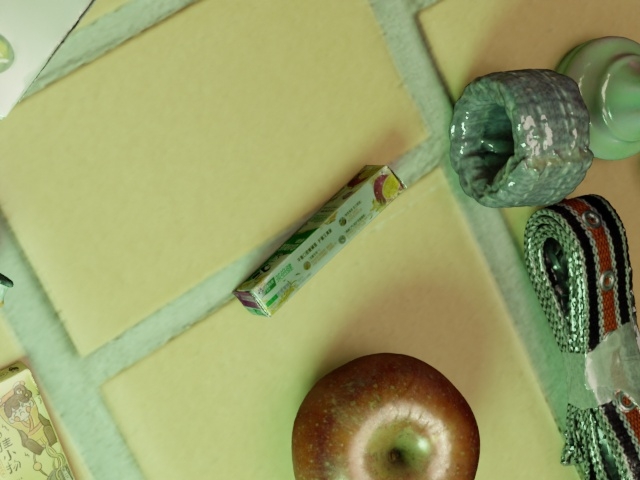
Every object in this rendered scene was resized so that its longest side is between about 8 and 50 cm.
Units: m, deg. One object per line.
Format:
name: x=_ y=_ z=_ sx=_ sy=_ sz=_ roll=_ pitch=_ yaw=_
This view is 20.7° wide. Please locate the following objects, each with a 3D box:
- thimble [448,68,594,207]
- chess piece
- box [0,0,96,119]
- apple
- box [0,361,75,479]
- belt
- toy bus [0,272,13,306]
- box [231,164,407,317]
thimble: x=0.210 y=-0.107 z=1.856 sx=0.098 sy=0.150 sz=0.150 roll=-7 pitch=97 yaw=-31
chess piece: x=0.372 y=-0.151 z=1.867 sx=0.139 sy=0.272 sz=0.139 roll=-2 pitch=96 yaw=-27
box: x=-0.368 y=-0.270 z=1.534 sx=0.333 sy=0.145 sz=0.173 roll=42 pitch=73 yaw=-25
apple: x=0.063 y=0.215 z=1.797 sx=0.201 sy=0.162 sz=0.201 roll=1 pitch=87 yaw=-18
box: x=-0.288 y=0.197 z=1.680 sx=0.073 sy=0.020 sz=0.149 roll=-27 pitch=105 yaw=-24
belt: x=0.311 y=0.126 z=1.939 sx=0.094 sy=0.126 sz=0.359 roll=-19 pitch=101 yaw=-28
toy bus: x=-0.379 y=0.028 z=1.586 sx=0.194 sy=0.087 sz=0.089 roll=25 pitch=88 yaw=-28
box: x=0.000 y=0.000 z=1.804 sx=0.207 sy=0.050 sz=0.041 roll=-43 pitch=110 yaw=-19
